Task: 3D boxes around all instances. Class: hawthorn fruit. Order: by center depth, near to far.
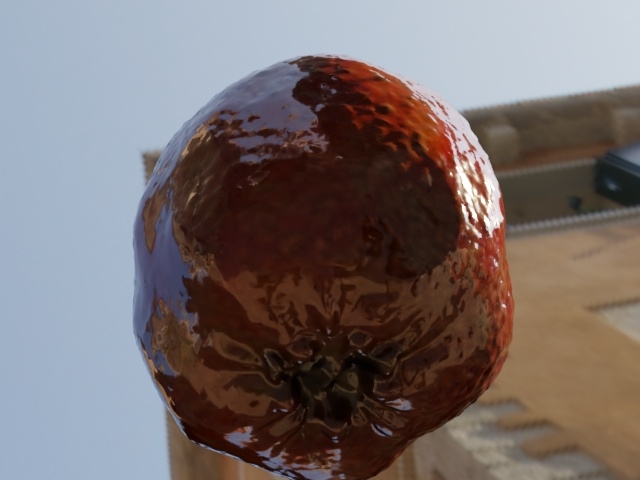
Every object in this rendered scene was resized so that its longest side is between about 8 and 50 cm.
[{"bbox_3d":[0.000,0.000,0.947,0.205,0.253,0.205,-1,-58,-1],"label":"hawthorn fruit"}]
